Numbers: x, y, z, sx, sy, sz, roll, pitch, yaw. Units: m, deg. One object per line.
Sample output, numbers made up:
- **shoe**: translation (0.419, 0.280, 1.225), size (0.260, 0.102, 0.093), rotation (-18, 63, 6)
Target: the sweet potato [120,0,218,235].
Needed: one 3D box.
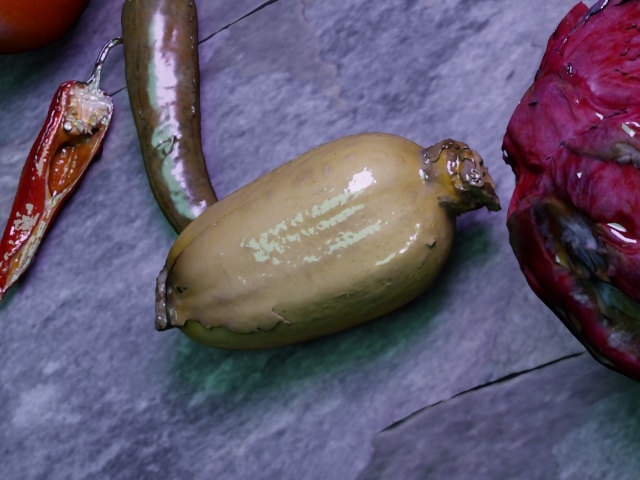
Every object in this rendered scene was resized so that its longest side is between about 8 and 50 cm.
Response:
- **sweet potato**: translation (-0.133, -0.115, 1.351), size (0.075, 0.075, 0.273), rotation (-14, 73, 17)

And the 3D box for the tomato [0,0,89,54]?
- **tomato**: translation (-0.315, -0.300, 1.385), size (0.298, 0.226, 0.298), rotation (-7, 66, 17)

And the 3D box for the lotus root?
- **lotus root**: translation (0.002, 0.002, 1.233), size (0.303, 0.131, 0.146), rotation (-24, 91, 14)

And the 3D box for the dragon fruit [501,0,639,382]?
- **dragon fruit**: translation (0.280, -0.051, 1.046), size (0.329, 0.329, 0.329), rotation (-6, 74, 19)

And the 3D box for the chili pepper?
- **chili pepper**: translation (-0.241, -0.069, 1.393), size (0.050, 0.059, 0.268), rotation (17, 83, 63)
